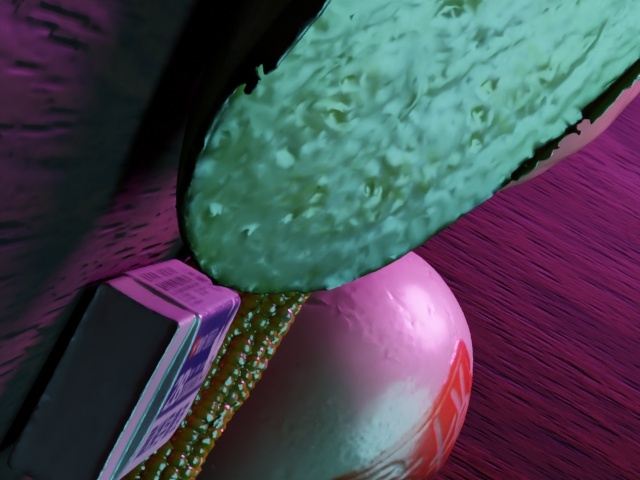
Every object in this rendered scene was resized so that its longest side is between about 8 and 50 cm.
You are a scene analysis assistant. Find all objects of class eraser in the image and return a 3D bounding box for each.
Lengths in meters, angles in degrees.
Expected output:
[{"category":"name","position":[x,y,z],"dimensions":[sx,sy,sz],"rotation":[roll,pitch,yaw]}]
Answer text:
[{"category":"eraser","position":[-0.116,0.081,0.993],"dimensions":[0.124,0.068,0.210],"rotation":[-60,176,5]}]

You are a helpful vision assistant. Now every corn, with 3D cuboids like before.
[{"category":"corn","position":[-0.100,0.098,1.204],"dimensions":[0.313,0.102,0.102],"rotation":[-57,177,-7]}]

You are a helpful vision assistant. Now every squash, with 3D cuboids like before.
[{"category":"squash","position":[0.058,-0.103,0.847],"dimensions":[0.309,0.210,0.233],"rotation":[-64,147,-16]}]

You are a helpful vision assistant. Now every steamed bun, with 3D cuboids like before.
[{"category":"steamed bun","position":[0.011,0.182,1.687],"dimensions":[0.374,0.241,0.374],"rotation":[-38,162,-15]}]

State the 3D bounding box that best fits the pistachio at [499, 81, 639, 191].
[{"category":"pistachio","position":[0.181,-0.208,1.586],"dimensions":[0.445,0.281,0.365],"rotation":[-38,166,-39]}]
